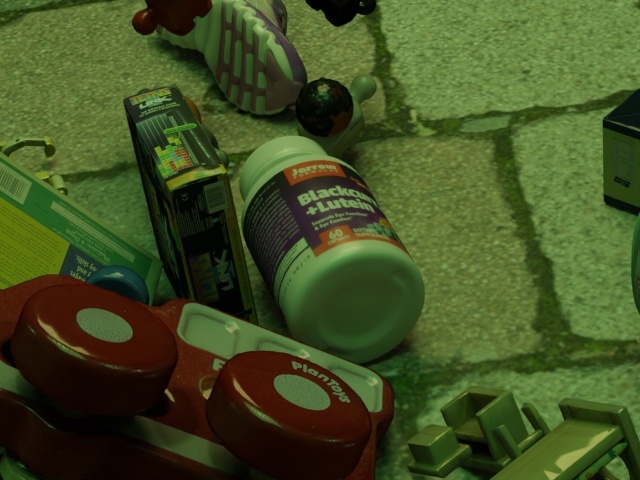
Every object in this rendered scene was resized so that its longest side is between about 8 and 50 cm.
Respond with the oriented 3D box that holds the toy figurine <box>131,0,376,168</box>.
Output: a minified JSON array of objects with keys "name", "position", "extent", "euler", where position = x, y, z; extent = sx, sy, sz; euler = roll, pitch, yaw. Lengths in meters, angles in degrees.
[{"name":"toy figurine","position":[-0.058,-0.161,1.472],"extent":[0.213,0.148,0.210],"euler":[-1,78,4]}]

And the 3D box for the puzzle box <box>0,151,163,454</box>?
[{"name":"puzzle box","position":[-0.308,0.004,1.223],"extent":[0.409,0.052,0.272],"euler":[35,33,-18]}]

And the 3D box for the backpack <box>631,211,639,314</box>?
[{"name":"backpack","position":[0.312,0.012,1.224],"extent":[0.188,0.166,0.144],"euler":[-13,36,-13]}]

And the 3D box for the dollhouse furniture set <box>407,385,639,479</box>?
[{"name":"dollhouse furniture set","position":[0.101,0.189,1.119],"extent":[0.182,0.101,0.161],"euler":[-33,19,-29]}]

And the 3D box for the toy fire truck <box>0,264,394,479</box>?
[{"name":"toy fire truck","position":[-0.099,0.110,1.134],"extent":[0.302,0.169,0.254],"euler":[21,22,-5]}]

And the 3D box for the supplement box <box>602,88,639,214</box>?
[{"name":"supplement box","position":[0.278,-0.065,1.402],"extent":[0.083,0.083,0.056],"euler":[24,47,35]}]

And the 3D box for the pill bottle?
[{"name":"pill bottle","position":[0.000,0.000,1.344],"extent":[0.108,0.108,0.193],"euler":[-16,37,-11]}]

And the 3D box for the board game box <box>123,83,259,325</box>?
[{"name":"board game box","position":[-0.098,-0.013,1.328],"extent":[0.048,0.170,0.141],"euler":[-19,37,-12]}]

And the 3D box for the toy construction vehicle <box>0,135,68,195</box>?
[{"name":"toy construction vehicle","position":[-0.278,-0.055,1.530],"extent":[0.098,0.035,0.086],"euler":[-14,37,-9]}]

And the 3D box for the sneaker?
[{"name":"sneaker","position":[-0.068,-0.202,1.652],"extent":[0.104,0.095,0.236],"euler":[-8,36,-33]}]
